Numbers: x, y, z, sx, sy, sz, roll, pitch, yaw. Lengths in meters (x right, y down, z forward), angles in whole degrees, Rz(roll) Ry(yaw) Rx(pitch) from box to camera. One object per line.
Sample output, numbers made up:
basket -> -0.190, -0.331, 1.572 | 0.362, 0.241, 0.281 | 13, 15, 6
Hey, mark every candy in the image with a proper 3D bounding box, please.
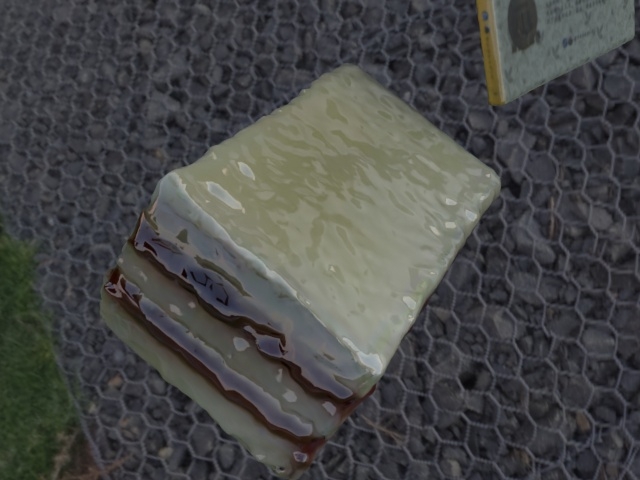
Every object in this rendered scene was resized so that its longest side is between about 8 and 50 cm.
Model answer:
candy -> 0.000, 0.000, 0.638 | 0.179, 0.321, 0.135 | 38, 124, 4

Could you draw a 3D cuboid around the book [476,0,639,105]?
book -> 0.194, -0.334, 0.736 | 0.032, 0.389, 0.269 | 7, 27, 42
